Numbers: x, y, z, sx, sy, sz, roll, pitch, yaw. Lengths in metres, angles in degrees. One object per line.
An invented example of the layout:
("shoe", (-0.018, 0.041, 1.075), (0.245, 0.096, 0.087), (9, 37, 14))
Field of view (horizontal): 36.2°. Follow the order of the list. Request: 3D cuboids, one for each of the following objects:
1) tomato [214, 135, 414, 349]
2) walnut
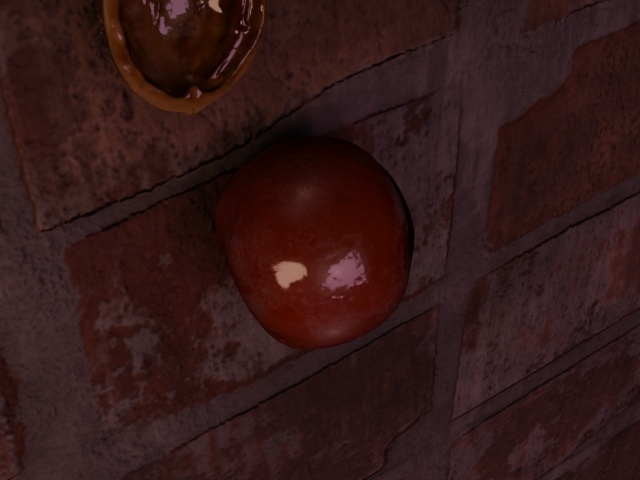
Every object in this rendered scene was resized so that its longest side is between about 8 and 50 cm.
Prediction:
("tomato", (0.000, 0.000, 0.965), (0.184, 0.208, 0.208), (-28, 138, -2))
("walnut", (-0.119, -0.211, 0.781), (0.167, 0.087, 0.211), (-21, 135, -40))
